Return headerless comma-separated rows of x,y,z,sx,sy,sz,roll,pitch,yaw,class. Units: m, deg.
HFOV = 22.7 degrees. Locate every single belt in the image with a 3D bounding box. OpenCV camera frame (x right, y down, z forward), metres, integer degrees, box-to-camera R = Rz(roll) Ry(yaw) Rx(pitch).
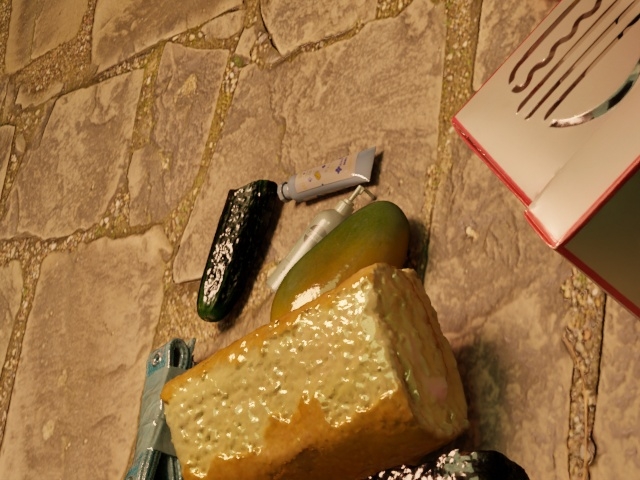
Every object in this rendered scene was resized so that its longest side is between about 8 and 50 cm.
-0.218,0.274,2.245,0.072,0.087,0.302,-34,36,46,belt

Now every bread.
-0.004,0.206,1.953,0.375,0.165,0.237,-32,69,32,bread

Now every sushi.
0.128,0.318,1.761,0.225,0.124,0.127,-20,47,31,sushi

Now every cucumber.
-0.127,0.013,2.373,0.074,0.074,0.241,-9,55,46,cucumber

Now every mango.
0.034,0.055,2.120,0.251,0.114,0.156,-45,23,-10,mango

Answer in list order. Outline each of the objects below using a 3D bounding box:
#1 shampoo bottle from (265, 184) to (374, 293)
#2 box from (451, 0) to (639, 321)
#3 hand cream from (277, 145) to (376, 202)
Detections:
0.000,0.000,2.249,0.195,0.056,0.056,-54,34,0,shampoo bottle
0.377,-0.096,1.664,0.314,0.312,0.300,-47,34,10,box
0.010,-0.091,2.327,0.170,0.043,0.065,-18,48,38,hand cream
